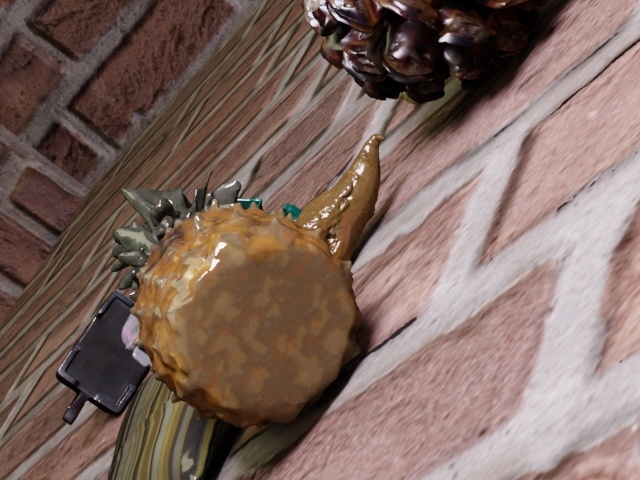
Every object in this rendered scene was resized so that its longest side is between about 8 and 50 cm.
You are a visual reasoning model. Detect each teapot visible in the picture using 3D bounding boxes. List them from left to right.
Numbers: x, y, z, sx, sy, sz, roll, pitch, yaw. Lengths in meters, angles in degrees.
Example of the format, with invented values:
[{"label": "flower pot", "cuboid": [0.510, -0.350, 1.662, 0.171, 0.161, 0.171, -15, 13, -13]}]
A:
[{"label": "teapot", "cuboid": [-0.245, 0.137, 1.798, 0.177, 0.087, 0.096, -58, 9, -24]}]

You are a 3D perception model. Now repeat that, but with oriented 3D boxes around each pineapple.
[{"label": "pineapple", "cuboid": [-0.089, 0.034, 1.241, 0.169, 0.169, 0.340, -53, 22, -4]}]

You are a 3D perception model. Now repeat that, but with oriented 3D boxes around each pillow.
[{"label": "pillow", "cuboid": [-0.134, 0.169, 1.348, 0.212, 0.052, 0.208, -43, 22, 41]}]

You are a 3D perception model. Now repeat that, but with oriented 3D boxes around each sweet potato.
[{"label": "sweet potato", "cuboid": [0.000, 0.000, 1.320, 0.060, 0.068, 0.206, 33, 89, 41]}]

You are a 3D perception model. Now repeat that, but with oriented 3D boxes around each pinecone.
[{"label": "pinecone", "cuboid": [0.084, -0.210, 1.305, 0.221, 0.221, 0.221, -49, 13, 15]}]

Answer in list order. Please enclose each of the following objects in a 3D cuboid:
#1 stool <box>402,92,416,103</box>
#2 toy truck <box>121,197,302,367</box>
[{"label": "stool", "cuboid": [0.091, -0.213, 1.488, 0.110, 0.134, 0.135, -68, -25, -47]}, {"label": "toy truck", "cuboid": [-0.099, 0.041, 1.444, 0.216, 0.116, 0.110, -43, 16, 38]}]
